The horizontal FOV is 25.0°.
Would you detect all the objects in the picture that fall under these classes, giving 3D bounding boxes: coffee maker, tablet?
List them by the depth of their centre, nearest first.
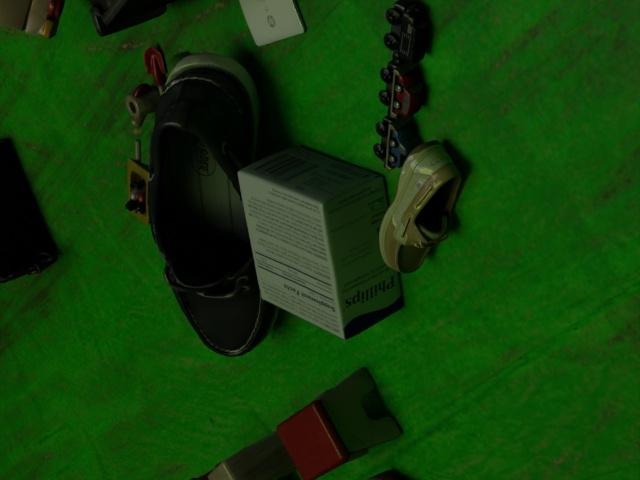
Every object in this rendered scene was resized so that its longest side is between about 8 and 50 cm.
[{"bbox_3d":[-0.045,-0.202,1.273,0.083,0.006,0.054,-4,110,59],"label":"tablet"},{"bbox_3d":[-0.426,-0.040,1.908,0.171,0.120,0.178,-14,103,36],"label":"coffee maker"}]

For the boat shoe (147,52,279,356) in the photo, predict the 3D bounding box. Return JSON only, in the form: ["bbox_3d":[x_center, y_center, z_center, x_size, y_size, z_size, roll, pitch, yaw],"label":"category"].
[{"bbox_3d":[-0.106,-0.004,1.377,0.127,0.113,0.340,10,127,9],"label":"boat shoe"}]

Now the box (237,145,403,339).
[{"bbox_3d":[0.000,0.000,1.294,0.126,0.072,0.137,23,131,48],"label":"box"}]

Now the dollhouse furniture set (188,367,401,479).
[{"bbox_3d":[-0.035,0.299,1.498,0.201,0.152,0.374,59,150,7],"label":"dollhouse furniture set"}]

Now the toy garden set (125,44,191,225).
[{"bbox_3d":[-0.148,-0.079,1.486,0.204,0.049,0.244,36,140,38],"label":"toy garden set"}]

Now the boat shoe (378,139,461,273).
[{"bbox_3d":[0.083,-0.017,1.174,0.045,0.050,0.135,49,148,33],"label":"boat shoe"}]

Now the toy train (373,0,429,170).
[{"bbox_3d":[0.066,-0.119,1.148,0.036,0.027,0.158,31,137,28],"label":"toy train"}]

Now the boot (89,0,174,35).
[{"bbox_3d":[-0.199,-0.308,1.287,0.263,0.091,0.229,-5,107,68],"label":"boot"}]

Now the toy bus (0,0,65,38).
[{"bbox_3d":[-0.293,-0.307,1.475,0.191,0.202,0.104,62,-179,-12],"label":"toy bus"}]
